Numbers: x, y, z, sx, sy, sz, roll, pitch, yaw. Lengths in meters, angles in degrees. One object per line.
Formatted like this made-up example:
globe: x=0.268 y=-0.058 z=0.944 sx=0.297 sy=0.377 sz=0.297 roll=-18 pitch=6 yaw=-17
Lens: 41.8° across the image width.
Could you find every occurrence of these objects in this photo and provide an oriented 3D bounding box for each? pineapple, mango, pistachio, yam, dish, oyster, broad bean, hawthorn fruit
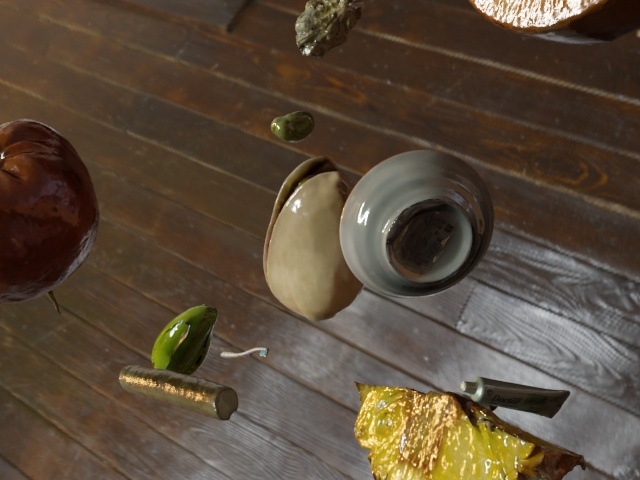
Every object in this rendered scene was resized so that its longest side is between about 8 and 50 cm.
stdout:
pineapple: x=0.135 y=0.229 z=0.763 sx=0.250 sy=0.140 sz=0.164 roll=-7 pitch=68 yaw=56
mango: x=-0.219 y=0.160 z=1.364 sx=0.074 sy=0.091 sz=0.165 roll=53 pitch=124 yaw=31
pistachio: x=0.000 y=0.000 z=1.529 sx=0.214 sy=0.318 sz=0.193 roll=-9 pitch=32 yaw=-13
yam: x=-0.087 y=0.087 z=0.493 sx=0.116 sy=0.021 sz=0.021 roll=1 pitch=62 yaw=50
dish: x=0.165 y=-0.009 z=1.335 sx=0.260 sy=0.260 sz=0.085 roll=-33 pitch=22 yaw=4
oyster: x=0.031 y=-0.520 z=1.982 sx=0.209 sy=0.133 sz=0.072 roll=-32 pitch=15 yaw=-14
broad bean: x=-0.049 y=-0.207 z=1.532 sx=0.083 sy=0.063 sz=0.045 roll=-15 pitch=42 yaw=-27
hawthorn fruit: x=-0.211 y=-0.017 z=0.565 sx=0.125 sy=0.140 sz=0.125 roll=0 pitch=76 yaw=1

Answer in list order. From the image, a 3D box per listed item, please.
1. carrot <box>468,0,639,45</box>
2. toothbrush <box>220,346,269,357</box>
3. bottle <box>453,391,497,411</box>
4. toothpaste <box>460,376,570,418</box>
carrot: x=0.257 y=-0.339 z=0.785 sx=0.258 sy=0.100 sz=0.307 roll=34 pitch=115 yaw=31
toothbrush: x=-0.162 y=0.240 z=1.788 sx=0.204 sy=0.017 sz=0.022 roll=-14 pitch=54 yaw=56
bottle: x=0.221 y=0.345 z=1.468 sx=0.245 sy=0.104 sz=0.104 roll=-40 pitch=56 yaw=-10
toothpaste: x=0.328 y=0.263 z=1.417 sx=0.064 sy=0.218 sz=0.041 roll=-64 pitch=27 yaw=22
